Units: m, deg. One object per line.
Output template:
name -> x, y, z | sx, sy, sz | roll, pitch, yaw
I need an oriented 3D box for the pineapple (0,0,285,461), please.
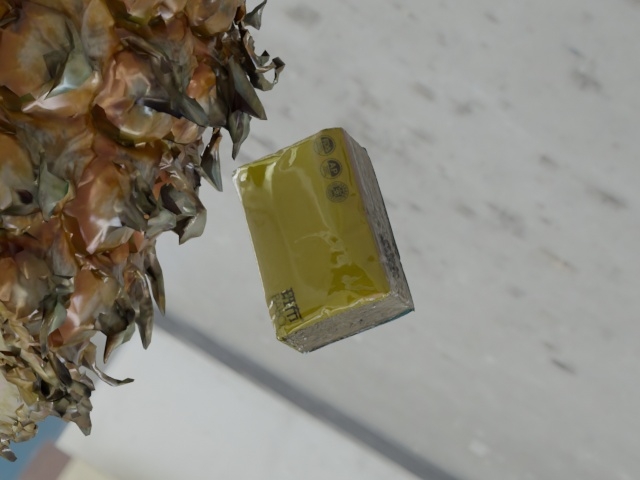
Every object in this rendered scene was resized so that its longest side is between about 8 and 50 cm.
pineapple -> -0.181, -0.087, 0.817 | 0.352, 0.300, 0.352 | 29, 159, 12

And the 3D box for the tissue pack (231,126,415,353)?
tissue pack -> 0.000, 0.000, 1.515 | 0.120, 0.169, 0.082 | -22, 161, 18
